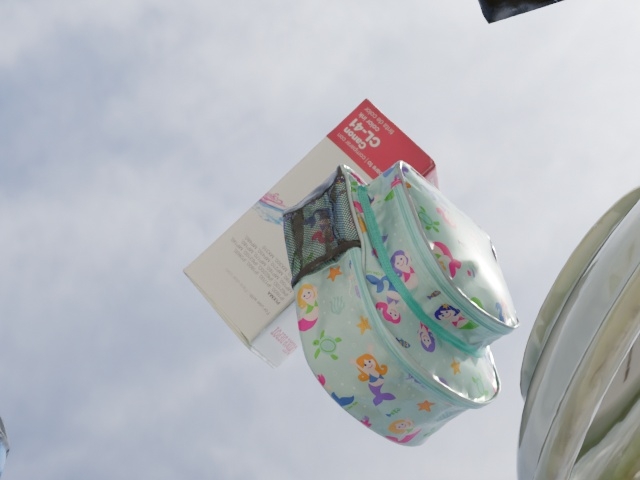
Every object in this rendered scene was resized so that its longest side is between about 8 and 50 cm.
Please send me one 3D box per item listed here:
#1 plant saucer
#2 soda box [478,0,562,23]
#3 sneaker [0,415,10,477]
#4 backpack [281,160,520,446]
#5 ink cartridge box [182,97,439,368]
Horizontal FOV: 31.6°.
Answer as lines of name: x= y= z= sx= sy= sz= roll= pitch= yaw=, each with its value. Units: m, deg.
plant saucer: x=0.255 y=0.067 z=0.869 sx=0.100 sy=0.400 sz=0.400 roll=33 pitch=-114 yaw=33
soda box: x=0.140 y=-0.148 z=0.464 sx=0.168 sy=0.053 sz=0.060 roll=-15 pitch=-145 yaw=21
sneaker: x=-0.168 y=0.127 z=0.357 sx=0.209 sy=0.069 sz=0.082 roll=-37 pitch=-129 yaw=21
backpack: x=0.080 y=0.065 z=1.121 sx=0.191 sy=0.225 sz=0.254 roll=-31 pitch=-139 yaw=28
ink cartridge box: x=0.000 y=0.000 z=1.404 sx=0.306 sy=0.226 sz=0.131 roll=-42 pitch=-105 yaw=-5
